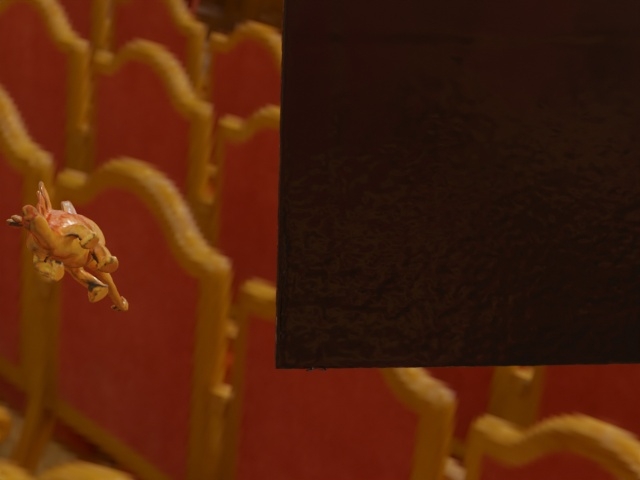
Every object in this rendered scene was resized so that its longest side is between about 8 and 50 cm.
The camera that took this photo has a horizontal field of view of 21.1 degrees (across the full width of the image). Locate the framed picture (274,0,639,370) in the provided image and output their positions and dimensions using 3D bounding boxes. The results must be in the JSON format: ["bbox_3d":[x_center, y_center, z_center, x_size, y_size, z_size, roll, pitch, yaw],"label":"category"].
[{"bbox_3d":[0.142,-0.035,1.051,0.338,0.255,0.014,-1,25,-4],"label":"framed picture"}]

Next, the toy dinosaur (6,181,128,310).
[{"bbox_3d":[-0.255,0.000,1.733,0.117,0.070,0.288,50,-1,18],"label":"toy dinosaur"}]
